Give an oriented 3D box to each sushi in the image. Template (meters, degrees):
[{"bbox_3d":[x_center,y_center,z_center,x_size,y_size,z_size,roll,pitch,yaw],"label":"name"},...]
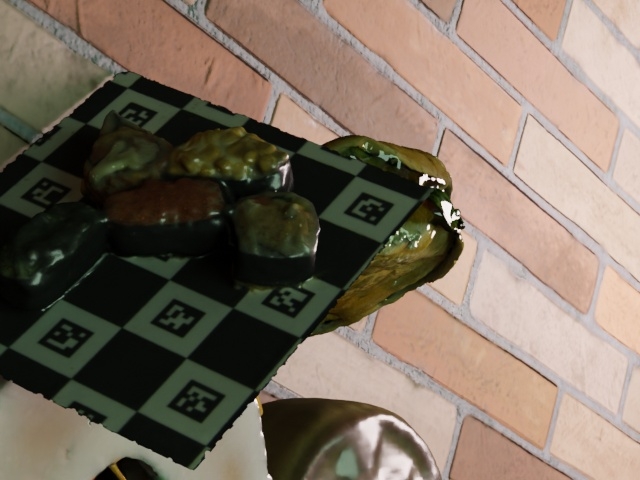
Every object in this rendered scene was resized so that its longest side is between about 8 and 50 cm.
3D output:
[{"bbox_3d":[-0.141,-0.020,1.179,0.359,0.343,0.064,-48,149,-37],"label":"sushi"}]

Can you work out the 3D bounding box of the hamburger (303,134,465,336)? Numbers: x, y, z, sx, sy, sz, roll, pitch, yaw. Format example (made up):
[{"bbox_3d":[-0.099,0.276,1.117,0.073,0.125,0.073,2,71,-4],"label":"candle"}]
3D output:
[{"bbox_3d":[0.001,-0.001,1.400,0.285,0.266,0.134,19,51,-60],"label":"hamburger"}]

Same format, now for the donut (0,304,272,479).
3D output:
[{"bbox_3d":[-0.208,0.218,1.246,0.383,0.142,0.382,1,89,-47],"label":"donut"}]

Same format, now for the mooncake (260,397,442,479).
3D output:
[{"bbox_3d":[0.004,0.302,1.473,0.284,0.156,0.284,2,87,-46],"label":"mooncake"}]
